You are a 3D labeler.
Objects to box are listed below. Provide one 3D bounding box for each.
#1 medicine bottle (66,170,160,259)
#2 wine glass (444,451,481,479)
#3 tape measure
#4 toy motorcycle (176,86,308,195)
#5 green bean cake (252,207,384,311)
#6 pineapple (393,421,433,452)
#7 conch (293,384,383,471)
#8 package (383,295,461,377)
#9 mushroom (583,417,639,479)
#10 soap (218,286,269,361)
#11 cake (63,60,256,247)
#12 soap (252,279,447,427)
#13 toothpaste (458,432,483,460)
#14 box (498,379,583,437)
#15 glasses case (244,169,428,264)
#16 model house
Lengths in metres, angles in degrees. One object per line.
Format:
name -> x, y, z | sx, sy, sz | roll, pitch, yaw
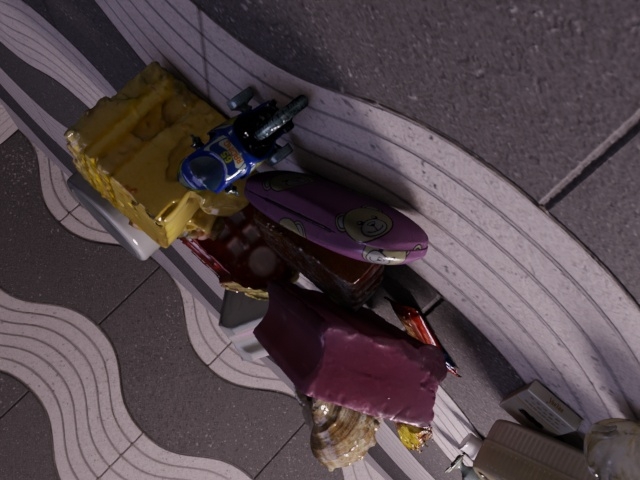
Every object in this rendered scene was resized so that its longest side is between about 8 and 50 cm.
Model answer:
medicine bottle -> -0.376, -0.115, 1.588 | 0.238, 0.232, 0.238 | 41, 164, 14
wine glass -> 0.376, 0.576, 1.762 | 0.155, 0.072, 0.072 | 41, 164, 16
tape measure -> 0.393, 0.413, 1.171 | 0.271, 0.133, 0.231 | 13, 153, 45
toy motorcycle -> -0.126, -0.126, 1.039 | 0.113, 0.169, 0.315 | 53, 159, -12
green bean cake -> 0.000, 0.000, 1.191 | 0.232, 0.097, 0.198 | 39, 165, 20
pineapple -> 0.235, 0.471, 1.875 | 0.116, 0.069, 0.137 | 47, 156, 11
conch -> 0.039, 0.443, 2.051 | 0.297, 0.209, 0.353 | 24, 121, 56
package -> 0.181, 0.170, 1.307 | 0.083, 0.022, 0.200 | 25, 156, 52
mushroom -> 0.437, 0.323, 0.949 | 0.278, 0.099, 0.096 | 45, 178, -16
soap -> -0.098, 0.144, 1.901 | 0.302, 0.258, 0.159 | -19, 126, 22
cake -> -0.256, -0.123, 1.289 | 0.286, 0.222, 0.227 | 44, 166, 0
soap -> 0.040, 0.178, 1.268 | 0.232, 0.128, 0.359 | 19, -178, -18
toothpaste -> 0.382, 0.480, 1.559 | 0.193, 0.045, 0.071 | 37, 164, 5
box -> 0.339, 0.268, 1.157 | 0.090, 0.024, 0.167 | 41, 164, 12
glasses case -> 0.013, -0.037, 1.030 | 0.123, 0.076, 0.316 | -1, -161, -40
model house -> -0.150, 0.026, 1.526 | 0.254, 0.160, 0.196 | 45, 165, -10
